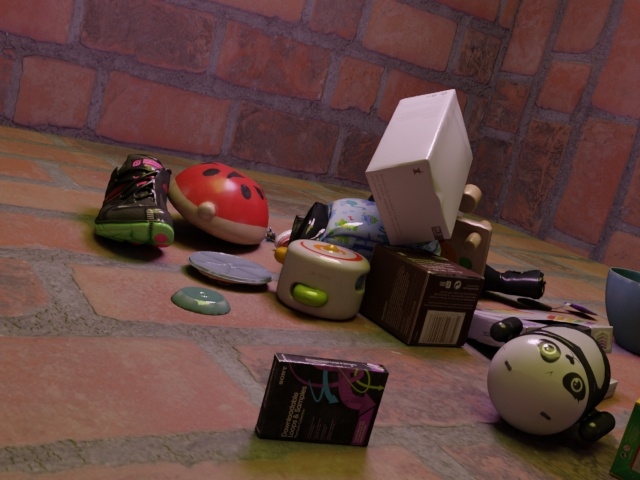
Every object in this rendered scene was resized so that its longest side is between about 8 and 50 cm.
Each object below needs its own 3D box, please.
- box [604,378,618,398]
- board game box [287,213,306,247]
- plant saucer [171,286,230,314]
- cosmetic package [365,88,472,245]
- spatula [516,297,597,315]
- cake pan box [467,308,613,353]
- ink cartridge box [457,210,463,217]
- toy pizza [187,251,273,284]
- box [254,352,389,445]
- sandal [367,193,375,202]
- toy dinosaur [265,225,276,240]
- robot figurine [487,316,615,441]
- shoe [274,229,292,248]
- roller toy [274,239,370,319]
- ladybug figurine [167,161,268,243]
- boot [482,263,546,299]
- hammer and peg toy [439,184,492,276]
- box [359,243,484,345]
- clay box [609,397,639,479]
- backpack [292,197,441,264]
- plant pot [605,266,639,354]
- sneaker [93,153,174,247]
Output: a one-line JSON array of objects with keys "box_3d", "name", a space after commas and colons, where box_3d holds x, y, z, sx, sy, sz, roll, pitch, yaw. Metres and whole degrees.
[{"box_3d": [0.510, 0.281, 1.493, 0.186, 0.038, 0.145, 23, 14, 40], "name": "box"}, {"box_3d": [0.000, 0.000, 1.999, 0.186, 0.126, 0.026, 8, 13, -29], "name": "board game box"}, {"box_3d": [-0.234, 0.115, 1.397, 0.120, 0.021, 0.119, 13, 11, -3], "name": "plant saucer"}, {"box_3d": [0.249, -0.183, 1.703, 0.156, 0.217, 0.385, -6, 31, 27], "name": "cosmetic package"}, {"box_3d": [0.725, 0.202, 2.169, 0.297, 0.030, 0.084, 8, 1, -24], "name": "spatula"}, {"box_3d": [0.472, 0.203, 1.581, 0.246, 0.070, 0.267, 2, 3, -23], "name": "cake pan box"}, {"box_3d": [0.304, -0.049, 2.258, 0.197, 0.269, 0.198, 7, 13, -40], "name": "ink cartridge box"}, {"box_3d": [-0.209, 0.071, 1.625, 0.202, 0.032, 0.201, 15, 11, -3], "name": "toy pizza"}, {"box_3d": [0.002, 0.217, 0.955, 0.162, 0.115, 0.029, 10, 13, -19], "name": "box"}, {"box_3d": [0.173, -0.106, 2.072, 0.107, 0.446, 0.167, 56, 22, -5], "name": "sandal"}, {"box_3d": [-0.156, -0.012, 2.139, 0.090, 0.047, 0.082, 47, -1, -6], "name": "toy dinosaur"}, {"box_3d": [0.402, 0.234, 1.226, 0.209, 0.173, 0.278, 7, 5, 35], "name": "robot figurine"}, {"box_3d": [-0.042, 0.012, 2.045, 0.178, 0.063, 0.081, -6, 33, -41], "name": "shoe"}, {"box_3d": [0.007, 0.078, 1.570, 0.191, 0.146, 0.209, 9, 12, -29], "name": "roller toy"}, {"box_3d": [-0.270, -0.115, 1.980, 0.305, 0.161, 0.449, 30, 6, -6], "name": "ladybug figurine"}, {"box_3d": [0.545, 0.111, 2.075, 0.207, 0.094, 0.246, 4, -10, 29], "name": "boot"}, {"box_3d": [0.327, -0.013, 1.911, 0.266, 0.361, 0.127, 19, 37, 25], "name": "hammer and peg toy"}, {"box_3d": [0.220, 0.120, 1.576, 0.169, 0.166, 0.203, 6, 14, -33], "name": "box"}, {"box_3d": [0.546, 0.310, 1.164, 0.053, 0.127, 0.222, 23, 15, 34], "name": "clay box"}, {"box_3d": [0.123, 0.024, 1.791, 0.356, 0.273, 0.290, 29, 22, -5], "name": "backpack"}, {"box_3d": [0.911, 0.212, 1.939, 0.291, 0.195, 0.290, 15, 11, -3], "name": "plant pot"}, {"box_3d": [-0.462, -0.112, 1.759, 0.186, 0.202, 0.483, 9, 12, -25], "name": "sneaker"}]
